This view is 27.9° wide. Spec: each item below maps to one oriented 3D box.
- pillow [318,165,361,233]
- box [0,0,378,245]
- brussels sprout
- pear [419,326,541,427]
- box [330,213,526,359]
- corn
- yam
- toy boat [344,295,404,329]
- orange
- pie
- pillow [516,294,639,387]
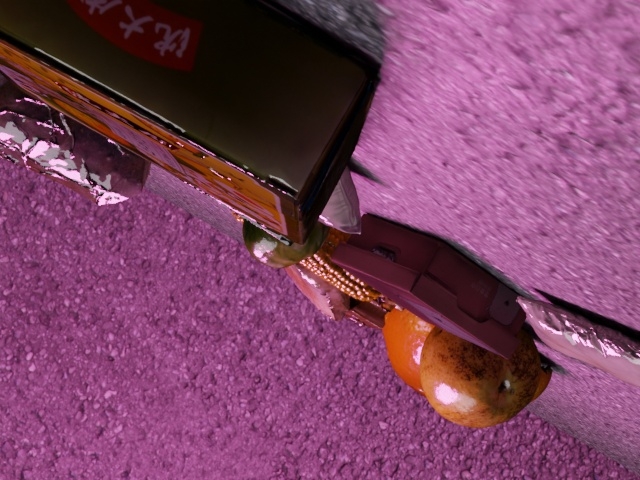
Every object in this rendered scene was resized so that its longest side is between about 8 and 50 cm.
[{"bbox_3d":[-0.059,-0.097,1.596,0.254,0.078,0.144,26,163,35],"label":"pillow"},{"bbox_3d":[-0.146,-0.154,1.217,0.373,0.138,0.420,30,176,2],"label":"box"},{"bbox_3d":[-0.043,-0.030,1.788,0.117,0.155,0.155,26,173,32],"label":"brussels sprout"},{"bbox_3d":[0.259,0.206,2.079,0.197,0.197,0.197,30,175,3],"label":"pear"},{"bbox_3d":[0.157,0.061,1.819,0.215,0.086,0.215,34,173,-32],"label":"box"},{"bbox_3d":[0.000,0.000,2.056,0.310,0.101,0.101,35,173,-23],"label":"corn"},{"bbox_3d":[-0.370,-0.178,1.892,0.201,0.202,0.271,-25,128,39],"label":"yam"},{"bbox_3d":[0.094,0.096,2.284,0.089,0.121,0.321,32,174,-10],"label":"toy boat"},{"bbox_3d":[0.257,0.216,2.372,0.334,0.196,0.262,40,158,-23],"label":"orange"},{"bbox_3d":[-0.054,0.006,2.263,0.337,0.075,0.337,49,175,6],"label":"pie"},{"bbox_3d":[0.352,0.133,1.625,0.229,0.051,0.128,22,163,49],"label":"pillow"}]
